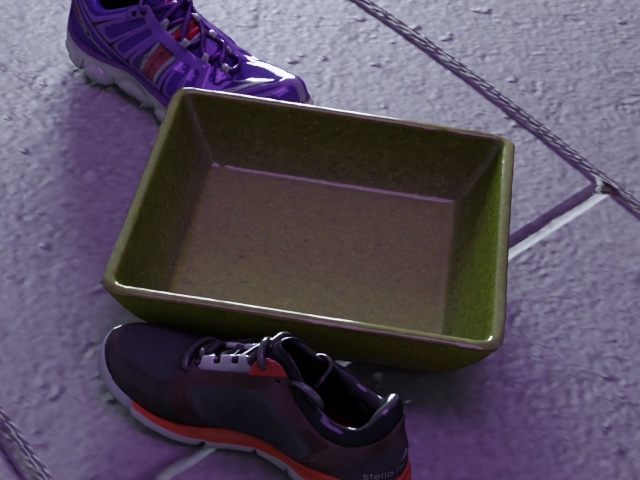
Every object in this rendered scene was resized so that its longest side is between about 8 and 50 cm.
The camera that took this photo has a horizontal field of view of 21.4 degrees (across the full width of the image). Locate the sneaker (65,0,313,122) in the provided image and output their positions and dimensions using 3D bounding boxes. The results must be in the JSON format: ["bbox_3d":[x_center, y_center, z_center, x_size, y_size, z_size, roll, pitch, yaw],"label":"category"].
[{"bbox_3d":[-0.081,-0.110,0.974,0.170,0.071,0.068,26,41,23],"label":"sneaker"}]

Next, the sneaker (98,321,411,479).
[{"bbox_3d":[-0.027,0.060,0.759,0.158,0.065,0.061,20,39,17],"label":"sneaker"}]

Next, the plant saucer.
[{"bbox_3d":[0.000,0.000,0.860,0.188,0.045,0.188,9,36,3],"label":"plant saucer"}]
